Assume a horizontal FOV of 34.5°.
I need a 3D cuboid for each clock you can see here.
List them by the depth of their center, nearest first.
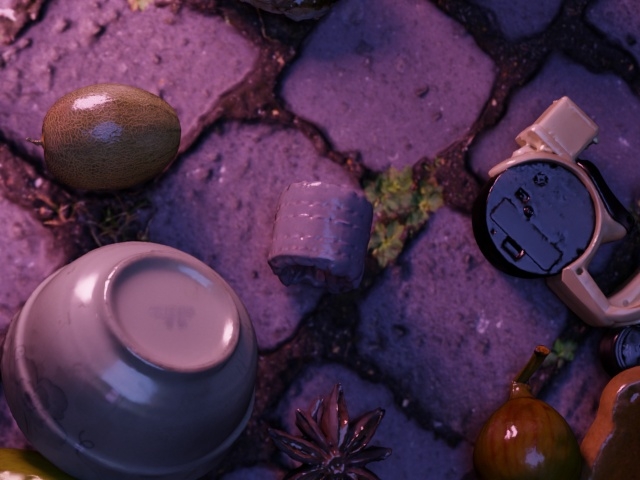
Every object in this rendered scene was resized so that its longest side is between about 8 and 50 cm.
[{"bbox_3d":[0.403,0.002,1.464,0.379,0.120,0.276,41,80,-4],"label":"clock"}]

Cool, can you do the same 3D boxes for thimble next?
[{"bbox_3d":[-0.001,-0.001,1.344,0.127,0.151,0.118,11,75,-2],"label":"thimble"}]

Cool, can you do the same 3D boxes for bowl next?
[{"bbox_3d":[-0.202,0.123,1.205,0.307,0.163,0.307,19,44,-20],"label":"bowl"}]

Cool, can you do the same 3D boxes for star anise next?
[{"bbox_3d":[0.013,0.294,1.349,0.195,0.065,0.182,-27,93,-20],"label":"star anise"}]

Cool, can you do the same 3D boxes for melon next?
[{"bbox_3d":[-0.273,-0.130,1.305,0.192,0.139,0.139,-7,83,-19],"label":"melon"}]

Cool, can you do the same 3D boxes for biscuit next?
[{"bbox_3d":[0.482,0.347,1.425,0.287,0.057,0.344,12,94,-10],"label":"biscuit"}]

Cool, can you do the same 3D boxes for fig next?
[{"bbox_3d":[0.269,0.266,1.388,0.142,0.148,0.186,-14,46,-2],"label":"fig"}]

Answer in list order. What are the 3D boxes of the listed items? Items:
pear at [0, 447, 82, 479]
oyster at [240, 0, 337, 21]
[{"bbox_3d":[-0.336,0.389,1.170,0.342,0.238,0.318,-31,78,-9],"label":"pear"},{"bbox_3d":[-0.072,-0.416,1.426,0.267,0.112,0.198,31,96,-15],"label":"oyster"}]
